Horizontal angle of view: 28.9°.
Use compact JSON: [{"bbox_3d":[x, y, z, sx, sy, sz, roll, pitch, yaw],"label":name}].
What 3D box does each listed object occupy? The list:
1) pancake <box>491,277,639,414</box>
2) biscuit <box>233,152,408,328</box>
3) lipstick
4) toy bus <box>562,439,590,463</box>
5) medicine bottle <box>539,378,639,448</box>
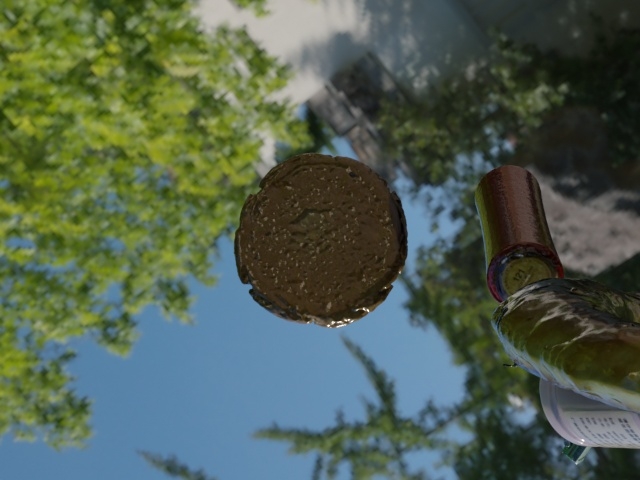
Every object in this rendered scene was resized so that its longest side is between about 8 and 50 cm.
[{"bbox_3d":[0.254,0.075,0.782,0.427,0.305,0.067,9,-88,-63],"label":"pancake"},{"bbox_3d":[0.000,0.000,1.493,0.226,0.226,0.042,62,-179,22],"label":"biscuit"},{"bbox_3d":[0.210,-0.007,1.331,0.080,0.080,0.241,49,-162,-16],"label":"lipstick"},{"bbox_3d":[0.408,0.304,1.922,0.031,0.083,0.037,-12,-133,-48],"label":"toy bus"},{"bbox_3d":[0.351,0.153,1.301,0.133,0.133,0.250,51,156,-9],"label":"medicine bottle"}]
